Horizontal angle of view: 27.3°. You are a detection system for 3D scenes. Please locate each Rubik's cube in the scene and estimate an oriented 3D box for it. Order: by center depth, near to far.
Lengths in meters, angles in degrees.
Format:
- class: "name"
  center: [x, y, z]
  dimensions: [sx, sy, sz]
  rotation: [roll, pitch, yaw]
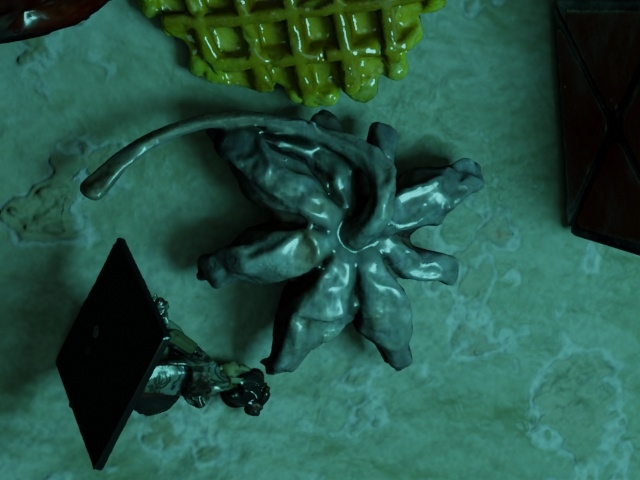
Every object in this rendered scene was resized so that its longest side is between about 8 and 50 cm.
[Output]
- class: "Rubik's cube"
  center: [0.393, -0.120, 1.255]
  dimensions: [0.260, 0.259, 0.254]
  rotation: [-9, 102, -12]

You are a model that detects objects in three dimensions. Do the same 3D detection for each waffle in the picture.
- class: "waffle"
  center: [-0.022, -0.259, 1.180]
  dimensions: [0.301, 0.058, 0.281]
  rotation: [14, 115, -3]

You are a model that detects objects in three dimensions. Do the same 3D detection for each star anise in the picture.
- class: "star anise"
  center: [0.000, 0.000, 1.232]
  dimensions: [0.359, 0.139, 0.315]
  rotation: [-26, 99, -10]

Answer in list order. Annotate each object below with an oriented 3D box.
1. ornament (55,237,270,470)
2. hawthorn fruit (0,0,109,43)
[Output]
- class: "ornament"
  center: [-0.119, 0.113, 1.230]
  dimensions: [0.196, 0.166, 0.153]
  rotation: [15, 117, -35]
- class: "hawthorn fruit"
  center: [-0.288, -0.302, 1.044]
  dimensions: [0.295, 0.295, 0.311]
  rotation: [-28, 98, -9]
